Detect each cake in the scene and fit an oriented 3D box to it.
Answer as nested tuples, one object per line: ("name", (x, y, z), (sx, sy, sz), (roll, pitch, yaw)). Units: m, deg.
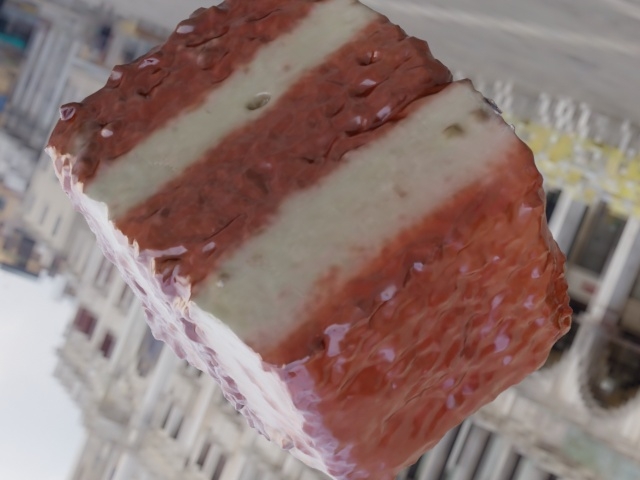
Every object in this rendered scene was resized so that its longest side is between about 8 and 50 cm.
("cake", (0.000, 0.000, 1.257), (0.319, 0.269, 0.270), (43, 167, 38))
